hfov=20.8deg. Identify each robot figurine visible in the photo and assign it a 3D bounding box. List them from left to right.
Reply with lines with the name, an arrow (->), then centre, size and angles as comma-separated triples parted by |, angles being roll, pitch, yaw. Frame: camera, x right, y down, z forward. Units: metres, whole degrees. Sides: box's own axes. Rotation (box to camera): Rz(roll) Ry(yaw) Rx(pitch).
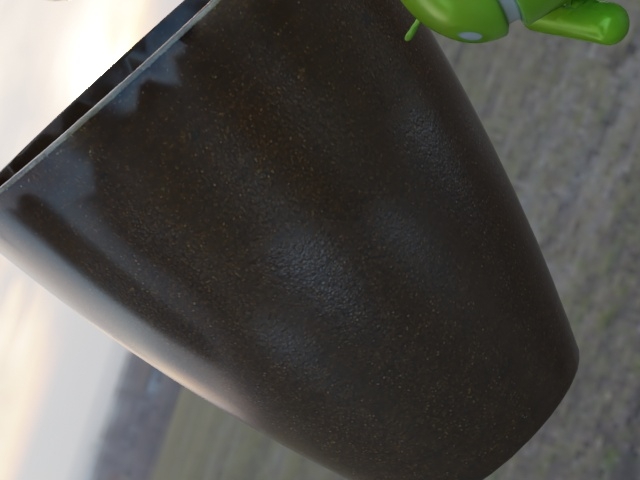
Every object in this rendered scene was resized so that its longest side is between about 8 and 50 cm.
robot figurine -> 0.070, -0.111, 0.582 | 0.101, 0.115, 0.067 | 56, -173, -41

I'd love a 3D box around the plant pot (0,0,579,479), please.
plant pot -> 0.000, 0.000, 0.766 | 0.215, 0.230, 0.215 | -40, 12, 10
